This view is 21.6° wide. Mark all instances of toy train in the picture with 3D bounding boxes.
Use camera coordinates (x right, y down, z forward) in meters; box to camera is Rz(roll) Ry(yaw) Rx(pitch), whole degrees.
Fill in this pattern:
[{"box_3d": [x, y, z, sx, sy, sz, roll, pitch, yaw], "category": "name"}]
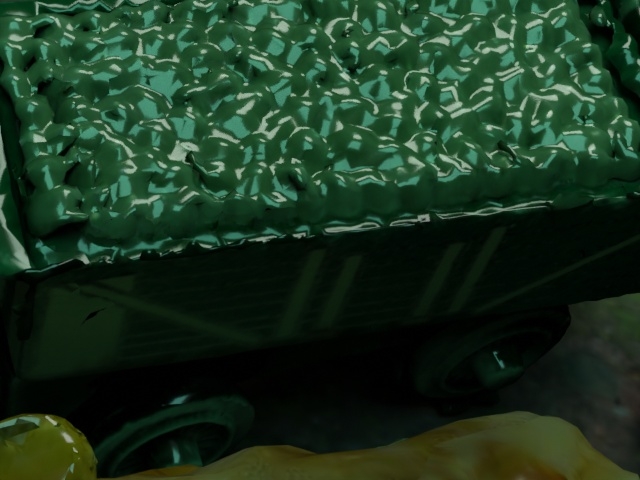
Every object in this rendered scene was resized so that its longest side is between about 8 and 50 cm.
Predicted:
[{"box_3d": [0.000, 0.000, 0.547, 0.269, 0.154, 0.115, -7, 59, -20], "category": "toy train"}]

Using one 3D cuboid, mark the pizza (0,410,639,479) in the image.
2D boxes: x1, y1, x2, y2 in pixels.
[{"box_3d": [-0.072, 0.152, 0.291, 0.435, 0.080, 0.392, -9, 31, -18], "category": "pizza"}]
